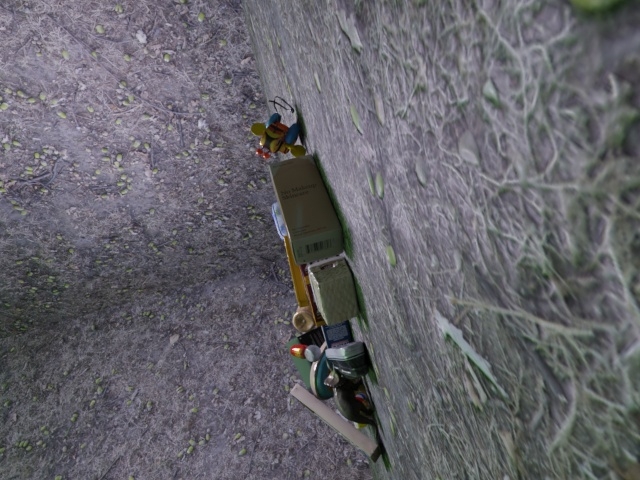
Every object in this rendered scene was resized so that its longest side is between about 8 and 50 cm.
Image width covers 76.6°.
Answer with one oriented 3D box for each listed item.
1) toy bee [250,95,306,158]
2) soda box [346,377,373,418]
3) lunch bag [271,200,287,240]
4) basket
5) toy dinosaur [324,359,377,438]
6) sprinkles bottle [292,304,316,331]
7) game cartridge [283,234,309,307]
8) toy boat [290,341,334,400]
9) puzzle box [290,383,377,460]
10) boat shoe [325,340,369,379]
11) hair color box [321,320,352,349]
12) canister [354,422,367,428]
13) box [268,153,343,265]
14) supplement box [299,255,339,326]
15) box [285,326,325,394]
[{"bbox_3d":[-0.156,-0.342,1.338,0.195,0.162,0.298,30,178,26],"label":"toy bee"},{"bbox_3d":[0.159,0.642,1.671,0.181,0.061,0.058,-114,9,-58],"label":"soda box"},{"bbox_3d":[-0.156,-0.115,2.128,0.090,0.176,0.218,90,163,-71],"label":"lunch bag"},{"bbox_3d":[0.041,0.147,1.168,0.103,0.113,0.167,-122,17,-59],"label":"basket"},{"bbox_3d":[0.106,0.606,1.535,0.121,0.160,0.313,-43,54,33],"label":"toy dinosaur"},{"bbox_3d":[-0.053,0.349,2.154,0.355,0.121,0.121,-60,-43,-70],"label":"sprinkles bottle"},{"bbox_3d":[-0.082,0.117,1.687,0.324,0.053,0.285,2,-104,-83],"label":"game cartridge"},{"bbox_3d":[0.018,0.521,1.702,0.318,0.148,0.267,41,-122,-35],"label":"toy boat"},{"bbox_3d":[0.068,0.775,1.717,0.409,0.052,0.272,28,156,27],"label":"puzzle box"},{"bbox_3d":[0.090,0.418,1.391,0.335,0.121,0.119,98,157,-75],"label":"boat shoe"},{"bbox_3d":[0.032,0.256,1.606,0.174,0.105,0.347,-113,8,-69],"label":"hair color box"},{"bbox_3d":[0.174,0.819,2.000,0.126,0.074,0.169,-140,33,-81],"label":"canister"},{"bbox_3d":[-0.047,-0.097,1.183,0.121,0.148,0.311,82,169,-53],"label":"box"},{"bbox_3d":[0.013,0.138,1.332,0.194,0.129,0.191,-115,11,-61],"label":"supplement box"},{"bbox_3d":[-0.022,0.559,1.901,0.184,0.103,0.261,-9,-114,-55],"label":"box"}]
